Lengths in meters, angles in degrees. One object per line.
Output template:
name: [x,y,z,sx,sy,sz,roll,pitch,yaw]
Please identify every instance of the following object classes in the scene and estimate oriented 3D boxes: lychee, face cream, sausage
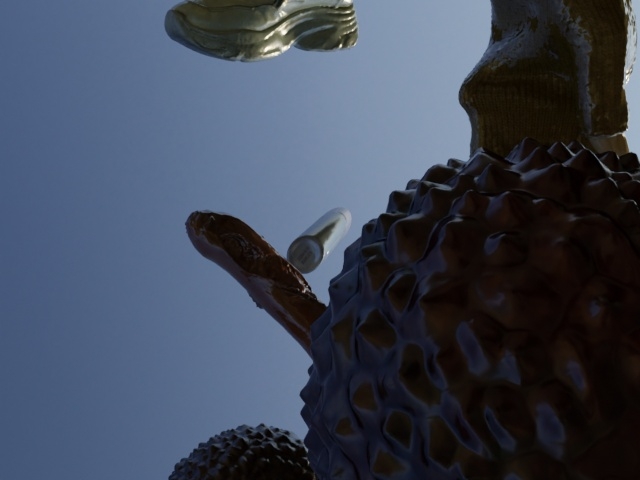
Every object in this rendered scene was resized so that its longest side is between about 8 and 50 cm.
lychee: [-0.091,0.381,1.298,0.264,0.300,0.264,-1,-86,-17]
face cream: [0.000,0.000,1.562,0.057,0.084,0.198,41,-159,2]
sausage: [-0.054,0.072,1.292,0.326,0.079,0.087,46,-153,-12]
lychee: [0.194,0.155,0.799,0.425,0.424,0.499,4,-116,-29]

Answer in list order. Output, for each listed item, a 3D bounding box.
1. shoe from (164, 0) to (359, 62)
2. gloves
shoe: [-0.076,-0.378,1.386,0.342,0.210,0.132,-17,-148,-39]
gloves: [0.261,-0.200,1.049,0.155,0.203,0.356,-7,-76,-44]
